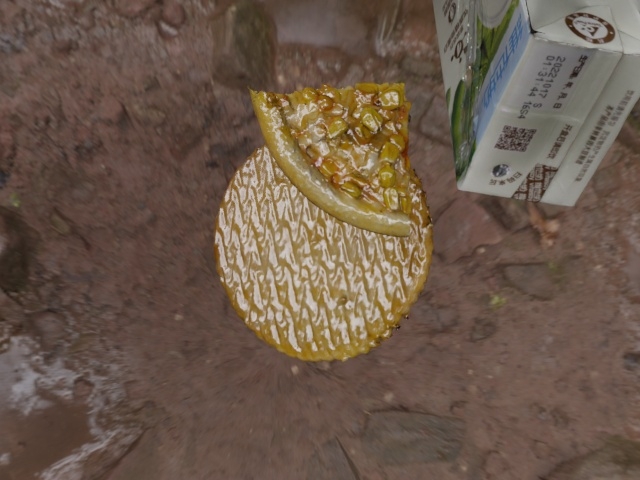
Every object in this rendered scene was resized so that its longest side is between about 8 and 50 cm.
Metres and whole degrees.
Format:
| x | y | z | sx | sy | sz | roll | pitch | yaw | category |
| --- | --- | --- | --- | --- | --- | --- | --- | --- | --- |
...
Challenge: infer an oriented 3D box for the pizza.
| x | y | z | sx | sy | sz | roll | pitch | yaw | category |
| --- | --- | --- | --- | --- | --- | --- | --- | --- | --- |
| 0.030 | -0.082 | 0.894 | 0.131 | 0.041 | 0.178 | -36 | 92 | -10 | pizza |

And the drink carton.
| x | y | z | sx | sy | sz | roll | pitch | yaw | category |
| --- | --- | --- | --- | --- | --- | --- | --- | --- | --- |
| 0.199 | -0.219 | 1.019 | 0.132 | 0.194 | 0.324 | 7 | 50 | -9 | drink carton |

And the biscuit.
| x | y | z | sx | sy | sz | roll | pitch | yaw | category |
| --- | --- | --- | --- | --- | --- | --- | --- | --- | --- |
| 0.000 | 0.000 | 1.135 | 0.254 | 0.035 | 0.254 | 0 | 89 | 22 | biscuit |
